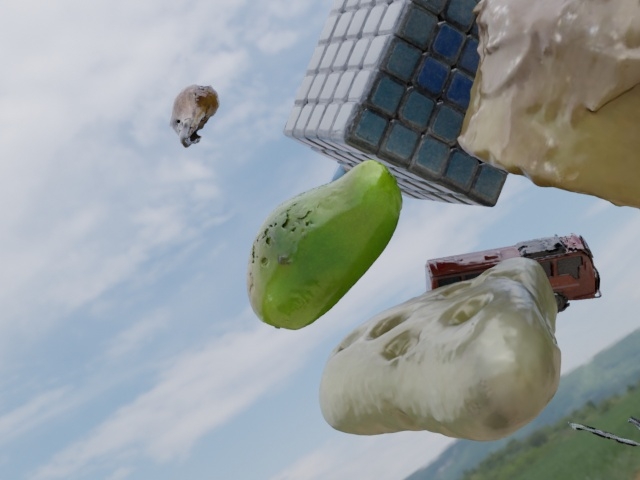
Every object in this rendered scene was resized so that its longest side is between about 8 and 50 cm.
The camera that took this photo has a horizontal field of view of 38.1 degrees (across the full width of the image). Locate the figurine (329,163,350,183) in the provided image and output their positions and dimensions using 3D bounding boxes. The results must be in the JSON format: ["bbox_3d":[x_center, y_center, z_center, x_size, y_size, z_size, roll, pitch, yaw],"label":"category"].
[{"bbox_3d":[0.145,-0.181,1.883,0.262,0.180,0.154,-53,-22,7],"label":"figurine"}]

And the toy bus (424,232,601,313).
[{"bbox_3d":[0.261,0.054,1.268,0.234,0.073,0.096,-11,-63,1],"label":"toy bus"}]

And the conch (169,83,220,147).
[{"bbox_3d":[-0.238,-0.229,1.687,0.233,0.080,0.086,-69,-8,-48],"label":"conch"}]

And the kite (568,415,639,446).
[{"bbox_3d":[0.521,0.322,1.395,0.335,0.314,0.011,-59,-14,-83],"label":"kite"}]

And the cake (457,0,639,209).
[{"bbox_3d":[0.316,-0.210,0.924,0.332,0.332,0.321,-12,-62,-50],"label":"cake"}]

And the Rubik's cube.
[{"bbox_3d":[0.123,-0.196,1.219,0.238,0.237,0.237,16,84,65],"label":"Rubik's cube"}]

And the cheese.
[{"bbox_3d":[0.124,0.156,1.101,0.328,0.130,0.351,-27,7,18],"label":"cheese"}]

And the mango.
[{"bbox_3d":[0.000,0.000,1.036,0.233,0.125,0.111,-52,12,23],"label":"mango"}]
